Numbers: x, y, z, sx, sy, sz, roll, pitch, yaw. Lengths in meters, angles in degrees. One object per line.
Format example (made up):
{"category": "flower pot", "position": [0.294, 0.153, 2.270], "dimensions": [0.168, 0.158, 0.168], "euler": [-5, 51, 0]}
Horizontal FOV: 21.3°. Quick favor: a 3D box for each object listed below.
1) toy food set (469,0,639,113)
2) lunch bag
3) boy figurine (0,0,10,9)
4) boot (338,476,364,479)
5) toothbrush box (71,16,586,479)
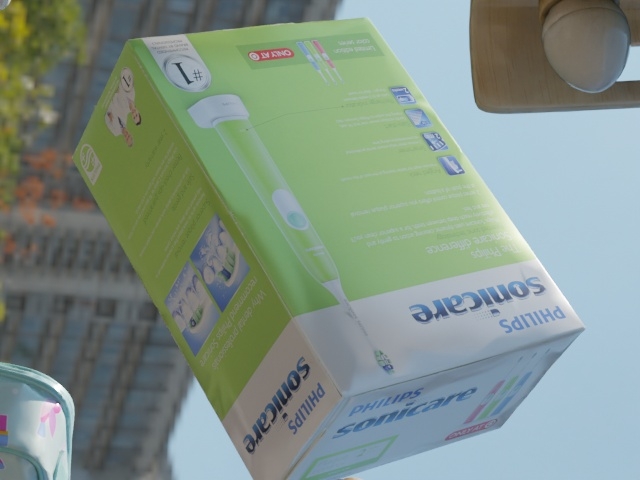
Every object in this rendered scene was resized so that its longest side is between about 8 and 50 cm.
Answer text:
{"category": "toy food set", "position": [0.208, -0.164, 0.882], "dimensions": [0.306, 0.220, 0.092], "euler": [100, -15, -62]}
{"category": "lunch bag", "position": [-0.320, 0.208, 1.471], "dimensions": [0.279, 0.224, 0.108], "euler": [102, -4, -49]}
{"category": "boy figurine", "position": [-0.159, -0.148, 0.638], "dimensions": [0.285, 0.177, 0.092], "euler": [-20, -128, 26]}
{"category": "boot", "position": [-0.091, 0.238, 1.194], "dimensions": [0.207, 0.090, 0.248], "euler": [28, -99, 43]}
{"category": "toothbrush box", "position": [0.000, 0.000, 1.105], "dimensions": [0.283, 0.206, 0.122], "euler": [56, -43, 25]}
